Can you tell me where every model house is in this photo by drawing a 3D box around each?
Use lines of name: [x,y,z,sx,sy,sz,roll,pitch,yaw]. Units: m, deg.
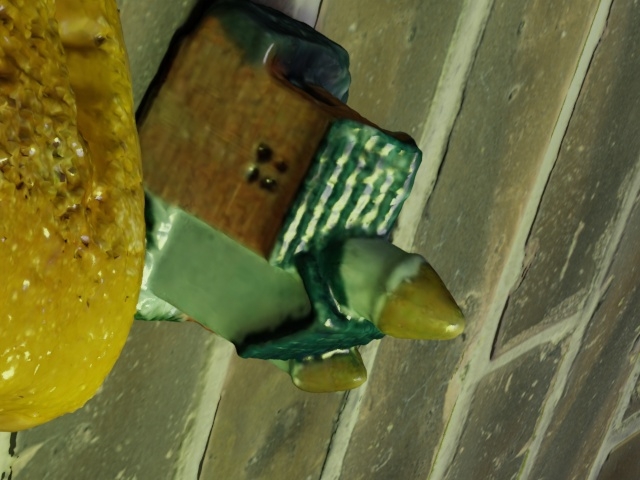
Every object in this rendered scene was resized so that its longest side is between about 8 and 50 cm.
model house: [0.000,0.000,1.202,0.184,0.291,0.253,12,110,-55]

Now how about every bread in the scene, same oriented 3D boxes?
bread: [-0.193,-0.081,0.763,0.148,0.328,0.337,-23,156,20]
